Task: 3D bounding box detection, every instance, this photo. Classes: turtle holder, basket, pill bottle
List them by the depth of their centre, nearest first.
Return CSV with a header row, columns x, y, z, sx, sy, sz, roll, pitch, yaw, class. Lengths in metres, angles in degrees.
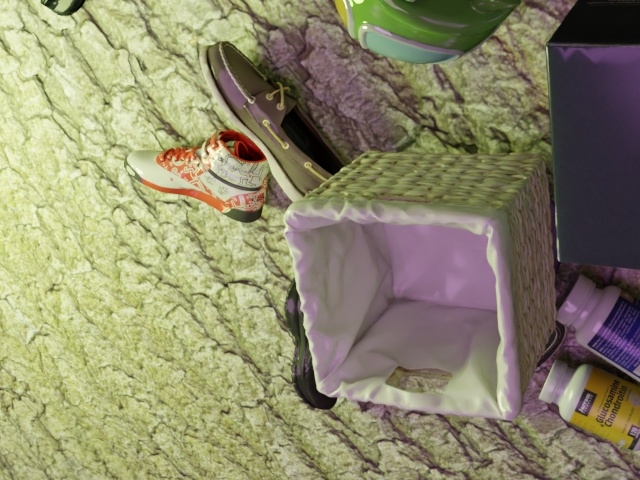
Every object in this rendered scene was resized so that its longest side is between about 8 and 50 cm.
x,y,z,sx,sy,sz,roll,pitch,yaw,class
0.108,-0.354,1.595,0.243,0.320,0.227,70,156,14,turtle holder
0.163,0.048,1.715,0.328,0.266,0.331,4,119,27,basket
0.469,0.137,1.825,0.186,0.112,0.112,32,129,6,pill bottle
0.464,0.269,1.917,0.184,0.103,0.103,23,128,13,pill bottle

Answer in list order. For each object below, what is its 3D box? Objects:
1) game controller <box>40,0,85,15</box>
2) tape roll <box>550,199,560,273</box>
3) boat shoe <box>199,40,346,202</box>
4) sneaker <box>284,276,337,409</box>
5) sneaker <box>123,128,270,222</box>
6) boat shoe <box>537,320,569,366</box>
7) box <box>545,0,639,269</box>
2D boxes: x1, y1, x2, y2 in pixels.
x,y,z,sx,sy,sz,roll,pitch,yaw,class
-0.413,-0.525,1.923,0.166,0.067,0.319,53,129,8,game controller
0.250,0.006,1.868,0.274,0.090,0.275,14,123,22,tape roll
-0.073,-0.203,1.903,0.096,0.116,0.324,-25,109,32,boat shoe
0.013,0.197,2.117,0.130,0.109,0.286,4,123,19,sneaker
-0.214,-0.144,2.030,0.270,0.090,0.145,23,127,10,sneaker
0.314,0.212,1.966,0.103,0.092,0.285,42,132,-5,boat shoe
0.442,-0.181,1.456,0.212,0.395,0.294,5,121,25,box
